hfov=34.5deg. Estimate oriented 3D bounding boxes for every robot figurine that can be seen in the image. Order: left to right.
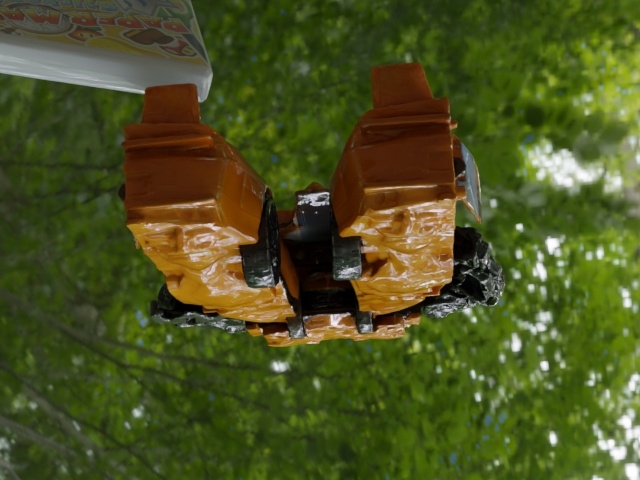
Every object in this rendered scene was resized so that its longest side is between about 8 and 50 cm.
[{"bbox_3d":[0.000,0.000,0.566,0.211,0.291,0.085,-4,-104,3],"label":"robot figurine"}]

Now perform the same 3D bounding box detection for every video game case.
[{"bbox_3d":[-0.192,-0.161,0.641,0.227,0.026,0.206,6,-146,-21],"label":"video game case"}]
